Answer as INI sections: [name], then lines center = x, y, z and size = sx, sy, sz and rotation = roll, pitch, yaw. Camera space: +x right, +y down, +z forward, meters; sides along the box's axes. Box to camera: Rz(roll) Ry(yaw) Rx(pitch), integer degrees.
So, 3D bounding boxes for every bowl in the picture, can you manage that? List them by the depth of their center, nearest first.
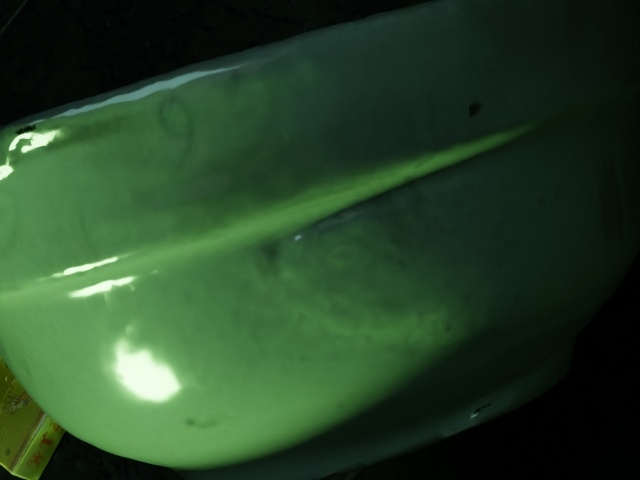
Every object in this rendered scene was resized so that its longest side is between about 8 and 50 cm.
[bowl]
center = 0.000, 0.000, 0.720
size = 0.307, 0.307, 0.163
rotation = -15, 95, 37

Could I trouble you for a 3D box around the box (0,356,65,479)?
[box]
center = -0.190, 0.071, 1.020
size = 0.156, 0.022, 0.089
rotation = 30, 90, 47
